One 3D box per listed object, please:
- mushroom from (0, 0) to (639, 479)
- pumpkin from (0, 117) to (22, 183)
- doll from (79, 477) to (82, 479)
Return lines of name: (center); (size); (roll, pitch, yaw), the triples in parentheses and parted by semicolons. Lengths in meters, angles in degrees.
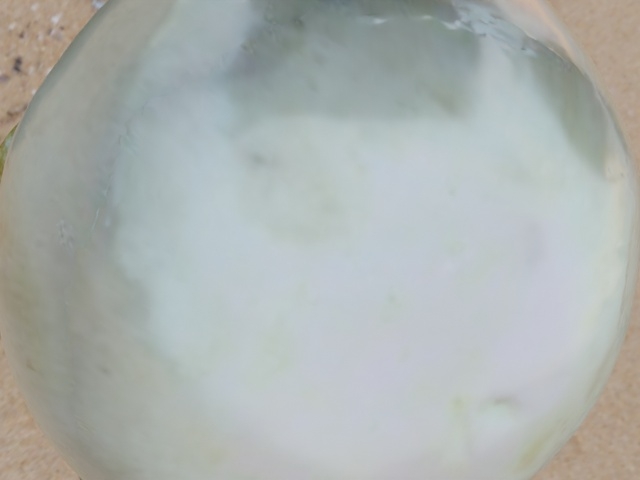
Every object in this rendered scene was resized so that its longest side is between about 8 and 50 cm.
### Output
mushroom: (0.000, 0.000, 0.467); (0.246, 0.202, 0.246); (-3, 108, -10)
pumpkin: (-0.157, -0.047, 1.052); (0.199, 0.332, 0.332); (46, 55, 6)
doll: (-0.157, 0.248, 1.037); (0.115, 0.077, 0.150); (33, 16, -51)
